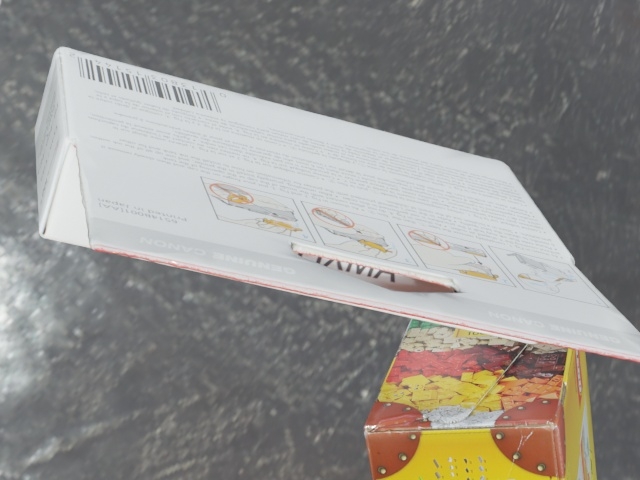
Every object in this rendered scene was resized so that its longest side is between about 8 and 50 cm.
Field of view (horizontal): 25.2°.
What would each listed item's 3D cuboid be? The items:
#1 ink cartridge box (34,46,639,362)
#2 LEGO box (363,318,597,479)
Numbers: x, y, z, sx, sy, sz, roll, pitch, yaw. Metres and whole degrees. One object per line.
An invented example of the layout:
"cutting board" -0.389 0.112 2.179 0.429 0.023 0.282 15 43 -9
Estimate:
"ink cartridge box" 0.000 0.000 0.769 0.296 0.261 0.066 13 113 -19
"LEGO box" 0.205 0.349 1.588 0.193 0.372 0.500 -4 107 15
